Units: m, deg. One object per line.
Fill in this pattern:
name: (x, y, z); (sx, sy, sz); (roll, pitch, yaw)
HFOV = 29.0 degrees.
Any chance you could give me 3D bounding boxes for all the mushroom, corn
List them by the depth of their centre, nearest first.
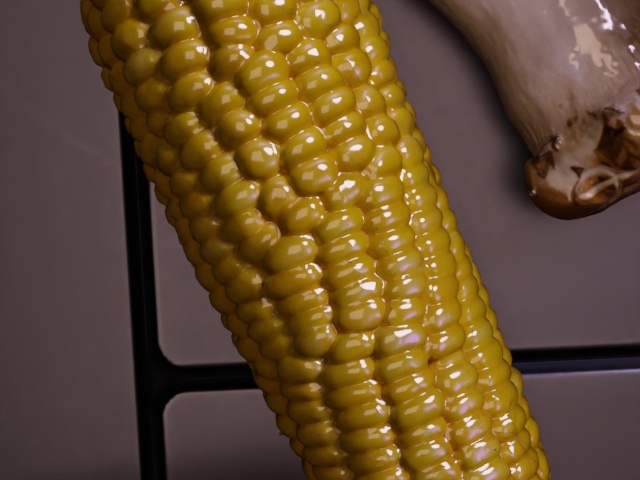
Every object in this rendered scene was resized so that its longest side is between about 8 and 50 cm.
corn: (0.000, 0.000, 0.457); (0.106, 0.106, 0.305); (-22, 95, 3)
mushroom: (0.064, -0.100, 0.469); (0.209, 0.071, 0.084); (50, 125, 2)
